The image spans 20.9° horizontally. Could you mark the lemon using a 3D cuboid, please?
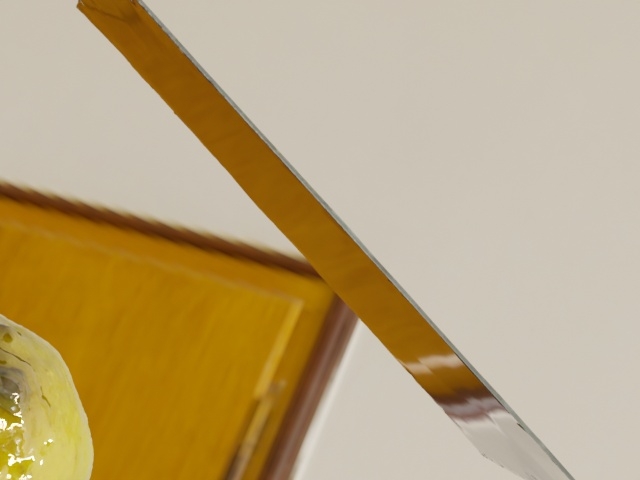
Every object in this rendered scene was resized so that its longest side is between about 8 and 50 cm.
[{"bbox_3d":[-0.254,0.142,1.121,0.204,0.204,0.260,32,-42,-18],"label":"lemon"}]

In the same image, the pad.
[{"bbox_3d":[0.000,0.000,0.924,0.367,0.007,0.247,48,-6,-7],"label":"pad"}]
